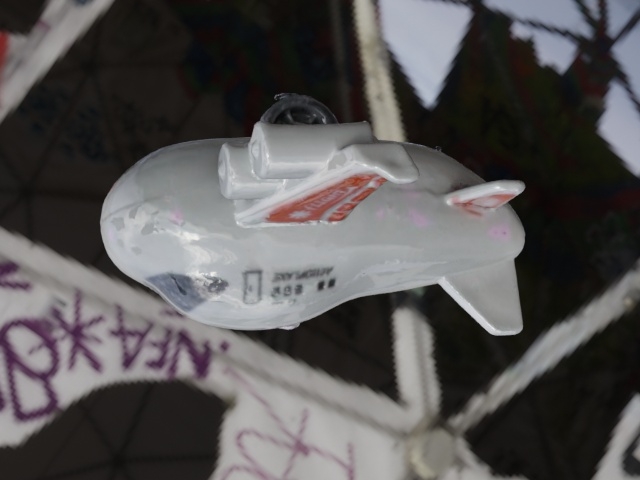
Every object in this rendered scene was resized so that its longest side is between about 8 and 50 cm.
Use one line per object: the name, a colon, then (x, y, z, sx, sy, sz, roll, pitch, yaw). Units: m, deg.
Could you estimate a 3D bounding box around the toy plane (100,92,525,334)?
toy plane: (-0.001, -0.004, 0.899, 0.252, 0.252, 0.118, 22, -122, -50)
